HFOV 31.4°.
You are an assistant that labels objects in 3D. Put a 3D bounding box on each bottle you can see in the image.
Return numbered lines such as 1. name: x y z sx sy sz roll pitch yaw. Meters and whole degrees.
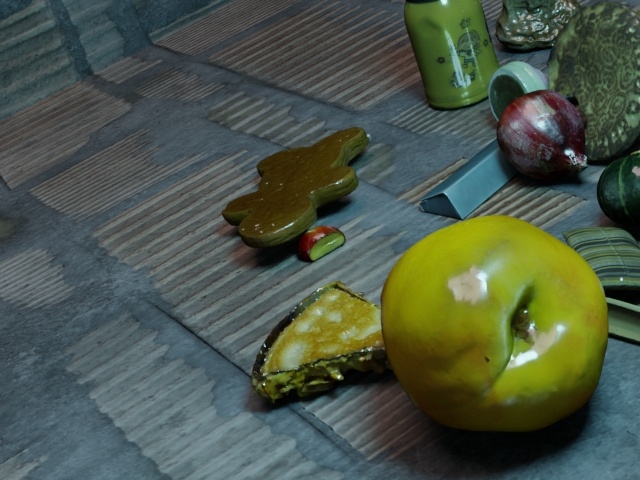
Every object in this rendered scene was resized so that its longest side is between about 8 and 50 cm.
1. bottle: 0.264 -0.465 2.394 0.171 0.351 0.171 -15 29 9

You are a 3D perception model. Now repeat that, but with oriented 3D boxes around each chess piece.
1. chess piece: 0.474 -0.310 2.252 0.271 0.139 0.139 -20 25 -26

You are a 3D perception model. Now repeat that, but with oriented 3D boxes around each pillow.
1. pillow: 0.436 0.025 1.709 0.113 0.038 0.203 0 23 -2

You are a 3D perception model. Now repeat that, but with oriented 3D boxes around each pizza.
1. pizza: 0.042 0.141 1.765 0.287 0.074 0.251 -12 30 14

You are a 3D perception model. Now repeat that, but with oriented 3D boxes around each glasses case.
1. glasses case: 0.302 -0.137 2.104 0.266 0.056 0.105 -38 33 -30

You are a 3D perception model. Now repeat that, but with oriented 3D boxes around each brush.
1. brush: 0.390 0.097 1.637 0.048 0.054 0.282 -16 22 -36

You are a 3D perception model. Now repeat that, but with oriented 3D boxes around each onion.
1. onion: 0.403 -0.174 2.009 0.159 0.159 0.195 -27 49 -12

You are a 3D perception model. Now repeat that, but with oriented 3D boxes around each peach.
1. peach: 0.000 0.000 2.072 0.083 0.050 0.077 -4 33 22
2. peach: 0.222 0.107 1.504 0.289 0.289 0.308 -28 4 -14

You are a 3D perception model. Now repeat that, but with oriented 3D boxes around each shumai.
1. shumai: 0.485 -0.531 2.553 0.206 0.175 0.166 -16 28 2

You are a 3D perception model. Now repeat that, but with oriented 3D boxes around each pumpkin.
1. pumpkin: 0.517 -0.083 1.782 0.167 0.167 0.125 -12 73 16

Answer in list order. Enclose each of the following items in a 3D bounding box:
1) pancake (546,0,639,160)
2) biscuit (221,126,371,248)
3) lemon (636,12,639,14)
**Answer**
1. pancake: 0.499 -0.282 2.036 0.033 0.286 0.288 4 15 -30
2. biscuit: -0.050 -0.085 2.226 0.283 0.064 0.432 -16 24 17
3. lemon: 0.603 -0.322 2.086 0.192 0.192 0.231 -26 30 -10
